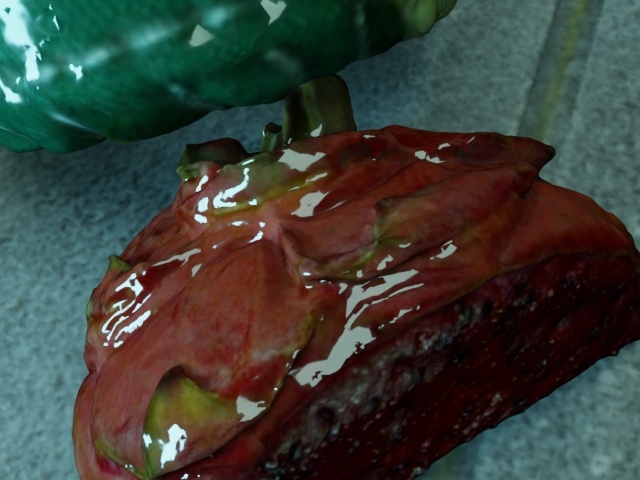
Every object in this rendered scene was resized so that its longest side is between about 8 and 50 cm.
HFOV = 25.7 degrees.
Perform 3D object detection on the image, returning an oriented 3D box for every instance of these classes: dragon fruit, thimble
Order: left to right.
[{"bbox_3d":[-0.062,-0.161,0.716,0.288,0.254,0.167,-18,106,-3],"label":"thimble"},{"bbox_3d":[0.000,0.000,0.670,0.317,0.152,0.205,-27,56,-26],"label":"dragon fruit"}]
